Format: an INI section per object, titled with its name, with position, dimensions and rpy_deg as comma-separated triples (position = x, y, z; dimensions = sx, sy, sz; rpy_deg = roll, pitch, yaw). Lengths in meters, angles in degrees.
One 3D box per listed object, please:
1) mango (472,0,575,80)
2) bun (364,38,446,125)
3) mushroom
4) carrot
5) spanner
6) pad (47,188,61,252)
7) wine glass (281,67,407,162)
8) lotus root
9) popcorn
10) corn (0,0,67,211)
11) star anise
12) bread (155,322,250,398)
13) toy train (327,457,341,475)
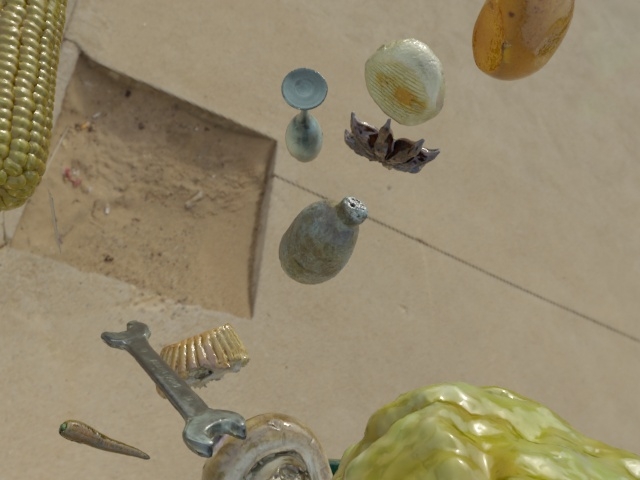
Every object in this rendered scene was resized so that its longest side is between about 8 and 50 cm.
[mango]
position = 0.400, -0.440, 1.308
dimensions = 0.191, 0.290, 0.160
rpy_deg = -28, 63, -10
[bun]
position = 0.236, -0.438, 1.823
dimensions = 0.244, 0.244, 0.153
rpy_deg = 48, 54, -3
[mushroom]
position = -0.099, 0.435, 1.215
dimensions = 0.255, 0.184, 0.255
rpy_deg = -1, 97, -10
[carrot]
position = -0.512, 0.484, 1.610
dimensions = 0.254, 0.049, 0.049
rpy_deg = 36, 48, -34
[spanner]
position = -0.143, 0.125, 0.618
dimensions = 0.054, 0.254, 0.015
rpy_deg = -11, 111, -32
[pad]
position = -0.750, -0.059, 1.893
dimensions = 0.003, 0.235, 0.158
rpy_deg = -9, 102, -23
[wine glass]
position = 0.038, -0.236, 1.528
dimensions = 0.264, 0.309, 0.096
rpy_deg = 26, 75, 6
[lotus root]
position = -0.002, 0.000, 1.568
dimensions = 0.175, 0.349, 0.175
rpy_deg = 8, 64, -16
[popcorn]
position = 0.163, 0.240, 0.469
dimensions = 0.334, 0.293, 0.292
rpy_deg = 44, 48, -10
[corn]
position = -0.328, -0.202, 0.684
dimensions = 0.131, 0.131, 0.344
rpy_deg = 11, 67, -29
[star anise]
position = 0.092, -0.122, 0.896
dimensions = 0.141, 0.141, 0.042
rpy_deg = 24, 80, -22
[bread]
position = -0.334, 0.334, 1.853
dimensions = 0.274, 0.274, 0.149
rpy_deg = -16, 78, -39
[toy train]
position = 0.013, 0.539, 1.421
dimensions = 0.330, 0.138, 0.178
rpy_deg = 4, 74, -4
